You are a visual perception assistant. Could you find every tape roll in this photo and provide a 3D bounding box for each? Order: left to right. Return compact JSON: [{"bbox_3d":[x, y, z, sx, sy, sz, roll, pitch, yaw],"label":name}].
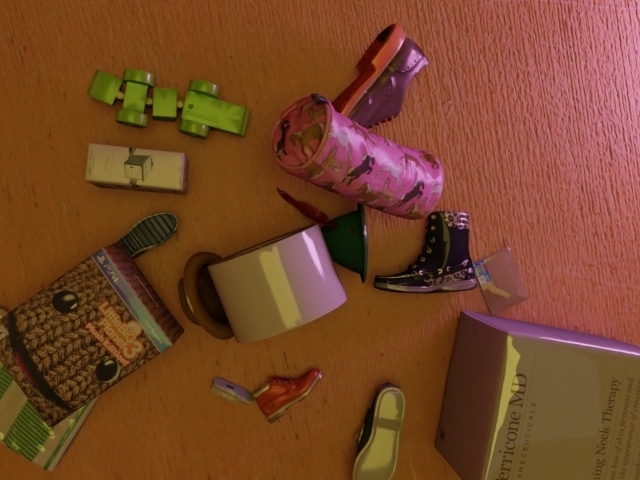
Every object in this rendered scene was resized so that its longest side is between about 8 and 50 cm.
[{"bbox_3d":[-0.087,0.085,1.476,0.246,0.246,0.169,-22,93,-5],"label":"tape roll"}]

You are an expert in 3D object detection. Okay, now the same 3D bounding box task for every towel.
[{"bbox_3d":[-0.641,0.306,1.529,0.324,0.038,0.248,32,87,-5],"label":"towel"}]

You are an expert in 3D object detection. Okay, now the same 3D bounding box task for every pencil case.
[{"bbox_3d":[0.085,-0.158,1.454,0.386,0.160,0.167,20,86,-42],"label":"pencil case"}]

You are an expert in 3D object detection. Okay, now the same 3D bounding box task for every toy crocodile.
[{"bbox_3d":[-0.319,-0.285,1.529,0.340,0.105,0.115,9,90,-11],"label":"toy crocodile"}]

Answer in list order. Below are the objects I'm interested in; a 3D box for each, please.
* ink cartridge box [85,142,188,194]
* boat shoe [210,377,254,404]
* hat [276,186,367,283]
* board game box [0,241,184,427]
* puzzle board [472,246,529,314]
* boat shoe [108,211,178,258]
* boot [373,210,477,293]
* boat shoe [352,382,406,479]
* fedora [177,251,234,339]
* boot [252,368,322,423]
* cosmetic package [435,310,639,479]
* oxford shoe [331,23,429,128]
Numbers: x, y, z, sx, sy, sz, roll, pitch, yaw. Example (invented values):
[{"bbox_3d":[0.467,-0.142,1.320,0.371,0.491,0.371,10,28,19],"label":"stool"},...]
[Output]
[{"bbox_3d":[-0.373,-0.144,1.497,0.190,0.139,0.082,4,89,-7],"label":"ink cartridge box"},{"bbox_3d":[-0.194,0.337,1.581,0.100,0.035,0.035,26,115,-10],"label":"boat shoe"},{"bbox_3d":[0.000,0.000,1.538,0.183,0.208,0.173,-2,115,-1],"label":"hat"},{"bbox_3d":[-0.464,0.182,1.442,0.291,0.141,0.232,-35,94,2],"label":"board game box"},{"bbox_3d":[0.409,0.092,1.652,0.096,0.011,0.128,-23,93,-4],"label":"puzzle board"},{"bbox_3d":[-0.381,-0.005,1.534,0.183,0.066,0.066,-30,97,0],"label":"boat shoe"},{"bbox_3d":[0.229,0.026,1.595,0.236,0.085,0.179,-1,89,-13],"label":"boot"},{"bbox_3d":[0.124,0.439,1.592,0.095,0.079,0.255,10,87,-4],"label":"boat shoe"},{"bbox_3d":[-0.241,0.121,1.527,0.079,0.194,0.194,-18,93,29],"label":"fedora"},{"bbox_3d":[-0.072,0.318,1.581,0.158,0.059,0.085,-37,90,-3],"label":"boot"},{"bbox_3d":[0.489,0.354,1.506,0.393,0.327,0.330,10,91,-6],"label":"cosmetic package"},{"bbox_3d":[0.101,-0.279,1.557,0.132,0.130,0.364,34,94,-20],"label":"oxford shoe"}]
